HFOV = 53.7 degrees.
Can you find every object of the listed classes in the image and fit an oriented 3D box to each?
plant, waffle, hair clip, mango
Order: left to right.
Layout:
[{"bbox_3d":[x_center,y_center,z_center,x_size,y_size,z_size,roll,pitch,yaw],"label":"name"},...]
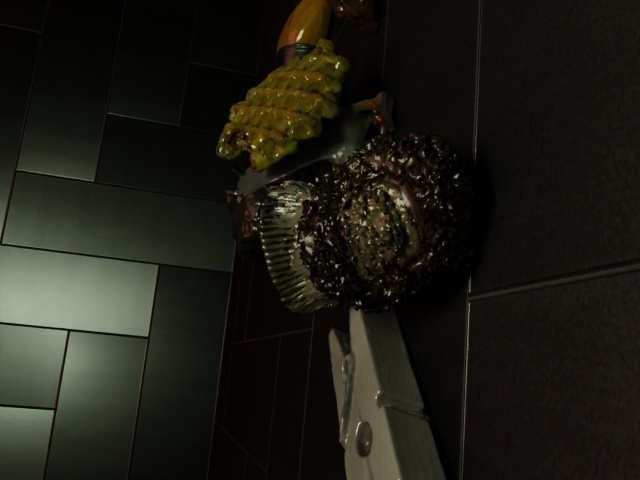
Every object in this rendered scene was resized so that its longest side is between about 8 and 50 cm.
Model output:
[{"bbox_3d":[-0.108,-0.087,1.447,0.188,0.199,0.276,122,150,-46],"label":"plant"},{"bbox_3d":[-0.069,-0.213,1.043,0.291,0.051,0.291,-27,38,24],"label":"waffle"},{"bbox_3d":[-0.034,-0.511,1.557,0.219,0.113,0.144,-60,22,29],"label":"mango"},{"bbox_3d":[0.069,0.182,0.744,0.101,0.085,0.330,-56,21,22],"label":"hair clip"}]

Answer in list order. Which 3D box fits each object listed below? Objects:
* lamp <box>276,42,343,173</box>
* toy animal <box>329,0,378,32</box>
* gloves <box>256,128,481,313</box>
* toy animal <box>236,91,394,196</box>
[{"bbox_3d":[-0.039,-0.266,1.289,0.147,0.172,0.227,163,116,-73],"label":"lamp"},{"bbox_3d":[0.019,-0.508,1.136,0.097,0.312,0.157,-32,4,27],"label":"toy animal"},{"bbox_3d":[0.058,-0.019,0.738,0.312,0.135,0.210,-8,79,45],"label":"gloves"},{"bbox_3d":[0.029,-0.197,1.073,0.302,0.225,0.284,-14,66,52],"label":"toy animal"}]
